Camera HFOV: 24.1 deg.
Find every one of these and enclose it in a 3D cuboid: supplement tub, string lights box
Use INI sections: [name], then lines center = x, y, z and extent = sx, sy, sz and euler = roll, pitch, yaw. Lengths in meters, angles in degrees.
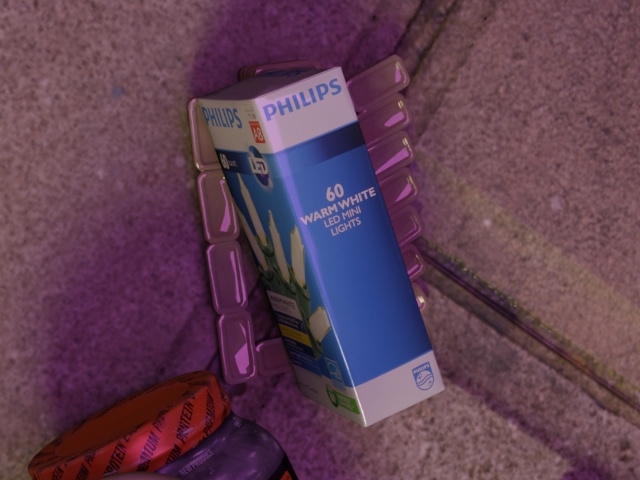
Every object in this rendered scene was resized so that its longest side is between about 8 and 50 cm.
[supplement tub]
center = -0.077, 0.268, 1.100
extent = 0.193, 0.193, 0.316
euler = -28, 97, -21
[string lights box]
center = 0.000, 0.000, 1.149
extent = 0.076, 0.133, 0.260
euler = -24, 103, -19

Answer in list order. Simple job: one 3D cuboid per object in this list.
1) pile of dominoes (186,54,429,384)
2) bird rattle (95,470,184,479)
[pile of dominoes]
center = -0.010, -0.023, 1.238
extent = 0.195, 0.040, 0.251
euler = -10, 99, -22
[bird rattle]
center = -0.104, 0.247, 0.931
extent = 0.253, 0.143, 0.207
euler = -19, 83, 22
